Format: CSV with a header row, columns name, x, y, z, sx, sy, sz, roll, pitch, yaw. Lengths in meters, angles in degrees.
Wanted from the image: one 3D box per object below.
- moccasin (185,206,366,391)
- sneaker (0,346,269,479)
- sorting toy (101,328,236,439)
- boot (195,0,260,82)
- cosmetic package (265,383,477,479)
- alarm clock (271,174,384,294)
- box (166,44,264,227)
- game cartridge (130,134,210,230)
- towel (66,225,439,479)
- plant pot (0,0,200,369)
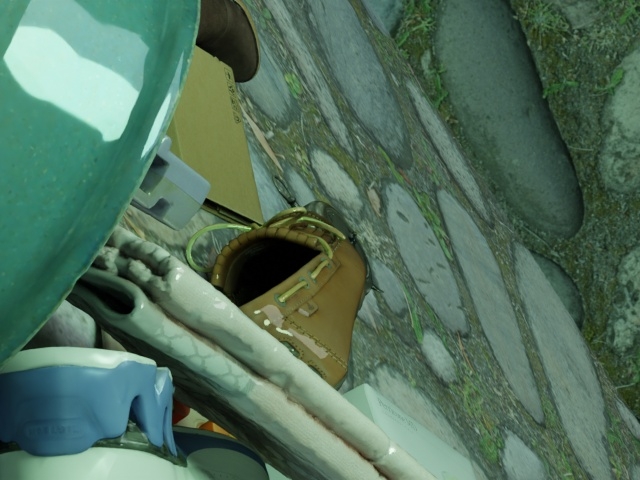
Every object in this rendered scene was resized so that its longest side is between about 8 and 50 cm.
name,x,y,z,sx,sy,sz,roll,pitch,yaw
moccasin,-0.045,0.039,1.476,0.147,0.139,0.380,59,16,-14
sneaker,-0.120,0.190,0.895,0.315,0.127,0.182,60,30,-66
sorting toy,-0.115,0.128,1.284,0.193,0.038,0.208,48,20,-34
boot,-0.168,-0.243,1.751,0.248,0.090,0.207,57,30,-25
cosmetic package,0.068,0.284,1.385,0.224,0.138,0.224,40,24,-49
alarm clock,0.000,0.000,1.817,0.192,0.064,0.129,54,17,-9
box,-0.125,-0.122,1.657,0.164,0.021,0.201,26,48,-60
game cartridge,-0.255,-0.141,1.099,0.230,0.068,0.355,33,-5,43
towel,-0.089,0.073,1.017,0.317,0.053,0.332,43,-12,-37
plant pot,-0.295,-0.117,0.724,0.334,0.341,0.341,38,26,-33
